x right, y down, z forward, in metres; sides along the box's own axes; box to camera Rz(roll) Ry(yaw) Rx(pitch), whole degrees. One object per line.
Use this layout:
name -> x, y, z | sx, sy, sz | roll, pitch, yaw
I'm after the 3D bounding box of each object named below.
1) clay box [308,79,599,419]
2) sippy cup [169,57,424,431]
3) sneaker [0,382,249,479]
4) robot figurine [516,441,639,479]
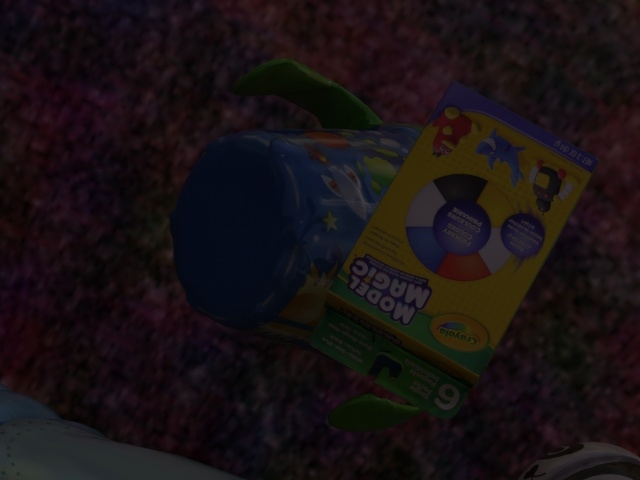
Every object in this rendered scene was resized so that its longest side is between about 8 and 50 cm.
clay box -> 0.097, 0.008, 1.332 | 0.127, 0.053, 0.222 | 29, 73, 5
sippy cup -> 0.000, 0.000, 1.579 | 0.224, 0.240, 0.305 | 7, 23, -46
sneaker -> -0.075, 0.173, 0.473 | 0.208, 0.319, 0.127 | 24, 28, 31
robot figurine -> 0.276, 0.305, 1.678 | 0.209, 0.174, 0.278 | -7, 32, -17
